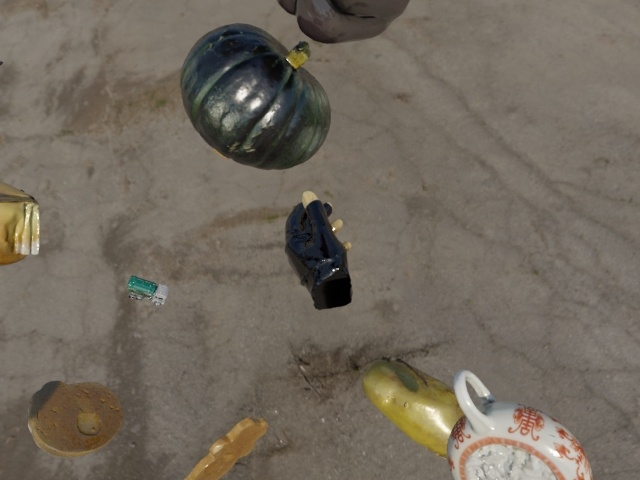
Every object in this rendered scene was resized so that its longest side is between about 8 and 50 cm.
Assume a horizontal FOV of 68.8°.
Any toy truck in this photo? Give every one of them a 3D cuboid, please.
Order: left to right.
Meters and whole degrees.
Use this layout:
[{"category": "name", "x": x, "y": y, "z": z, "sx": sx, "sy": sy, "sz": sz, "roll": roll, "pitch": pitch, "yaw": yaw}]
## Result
[{"category": "toy truck", "x": -0.352, "y": 0.101, "z": 0.952, "sx": 0.083, "sy": 0.044, "sz": 0.039, "roll": 23, "pitch": 46, "yaw": -23}]

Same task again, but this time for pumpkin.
[{"category": "pumpkin", "x": -0.091, "y": -0.232, "z": 0.747, "sx": 0.216, "sy": 0.250, "sz": 0.250, "roll": -38, "pitch": 48, "yaw": 23}]

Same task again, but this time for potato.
[{"category": "potato", "x": 0.229, "y": 0.367, "z": 1.021, "sx": 0.300, "sy": 0.173, "sz": 0.140, "roll": 36, "pitch": 81, "yaw": 8}]

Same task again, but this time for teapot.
[{"category": "teapot", "x": 0.229, "y": 0.260, "z": 0.564, "sx": 0.245, "sy": 0.159, "sz": 0.116, "roll": 52, "pitch": 44, "yaw": -1}]

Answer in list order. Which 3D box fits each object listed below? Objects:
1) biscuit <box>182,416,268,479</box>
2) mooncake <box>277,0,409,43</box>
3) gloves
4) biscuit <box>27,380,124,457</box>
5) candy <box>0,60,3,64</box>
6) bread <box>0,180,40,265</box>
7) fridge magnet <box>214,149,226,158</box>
[{"category": "biscuit", "x": -0.182, "y": 0.413, "z": 0.912, "sx": 0.027, "sy": 0.133, "sz": 0.184, "roll": 43, "pitch": 101, "yaw": 31}, {"category": "mooncake", "x": 0.026, "y": -0.381, "z": 0.590, "sx": 0.133, "sy": 0.245, "sz": 0.245, "roll": -20, "pitch": 51, "yaw": -27}, {"category": "gloves", "x": -0.006, "y": 0.004, "z": 1.068, "sx": 0.152, "sy": 0.197, "sz": 0.301, "roll": -2, "pitch": 44, "yaw": 4}, {"category": "biscuit", "x": -0.579, "y": 0.423, "z": 1.108, "sx": 0.049, "sy": 0.208, "sz": 0.181, "roll": -44, "pitch": 51, "yaw": 27}, {"category": "candy", "x": -0.259, "y": -0.084, "z": 0.236, "sx": 0.092, "sy": 0.073, "sz": 0.160, "roll": 34, "pitch": 74, "yaw": -9}, {"category": "bread", "x": -0.508, "y": -0.036, "z": 0.650, "sx": 0.241, "sy": 0.136, "sz": 0.107, "roll": 17, "pitch": 99, "yaw": 30}, {"category": "fridge magnet", "x": -0.327, "y": -0.364, "z": 1.700, "sx": 0.143, "sy": 0.143, "sz": 0.063, "roll": -11, "pitch": 27, "yaw": -1}]
